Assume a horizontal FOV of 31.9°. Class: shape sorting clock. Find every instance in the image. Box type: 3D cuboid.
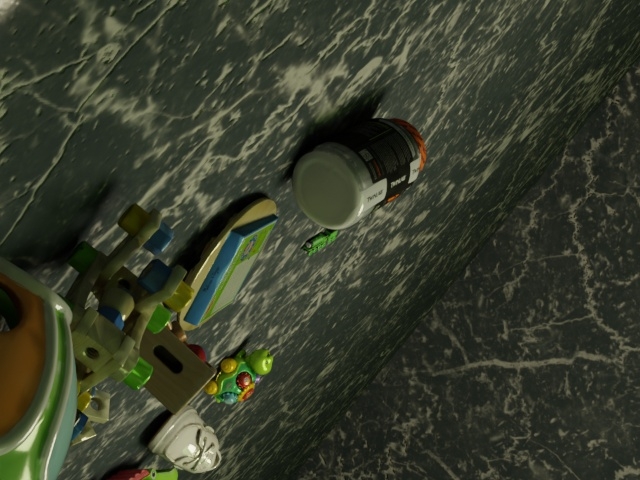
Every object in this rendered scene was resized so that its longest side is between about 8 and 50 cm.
[{"bbox_3d":[-0.124,0.030,1.474,0.206,0.040,0.206,-55,171,-13],"label":"shape sorting clock"}]

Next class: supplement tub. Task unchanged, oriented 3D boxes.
[{"bbox_3d":[0.058,-0.097,1.522,0.190,0.117,0.117,-31,158,-47],"label":"supplement tub"}]

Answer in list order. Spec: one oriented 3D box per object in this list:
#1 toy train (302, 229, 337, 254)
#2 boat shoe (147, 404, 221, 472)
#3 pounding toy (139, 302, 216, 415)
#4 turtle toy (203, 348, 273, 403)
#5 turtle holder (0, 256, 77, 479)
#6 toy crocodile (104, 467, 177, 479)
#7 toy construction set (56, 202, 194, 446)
[{"bbox_3d":[0.000,0.000,1.810,0.083,0.017,0.024,-31,148,-49],"label":"toy train"},{"bbox_3d":[-0.219,0.354,1.936,0.098,0.096,0.277,-47,166,-5],"label":"boat shoe"},{"bbox_3d":[-0.195,0.133,1.403,0.100,0.141,0.130,-46,180,-6],"label":"pounding toy"},{"bbox_3d":[-0.136,0.232,1.921,0.130,0.066,0.095,-51,165,12],"label":"turtle toy"},{"bbox_3d":[-0.294,0.134,0.869,0.227,0.243,0.320,-60,163,-18],"label":"turtle holder"},{"bbox_3d":[-0.341,0.429,1.789,0.115,0.105,0.340,-8,-173,28],"label":"toy crocodile"},{"bbox_3d":[-0.261,0.123,1.152,0.328,0.151,0.215,-52,-168,44],"label":"toy construction set"}]
